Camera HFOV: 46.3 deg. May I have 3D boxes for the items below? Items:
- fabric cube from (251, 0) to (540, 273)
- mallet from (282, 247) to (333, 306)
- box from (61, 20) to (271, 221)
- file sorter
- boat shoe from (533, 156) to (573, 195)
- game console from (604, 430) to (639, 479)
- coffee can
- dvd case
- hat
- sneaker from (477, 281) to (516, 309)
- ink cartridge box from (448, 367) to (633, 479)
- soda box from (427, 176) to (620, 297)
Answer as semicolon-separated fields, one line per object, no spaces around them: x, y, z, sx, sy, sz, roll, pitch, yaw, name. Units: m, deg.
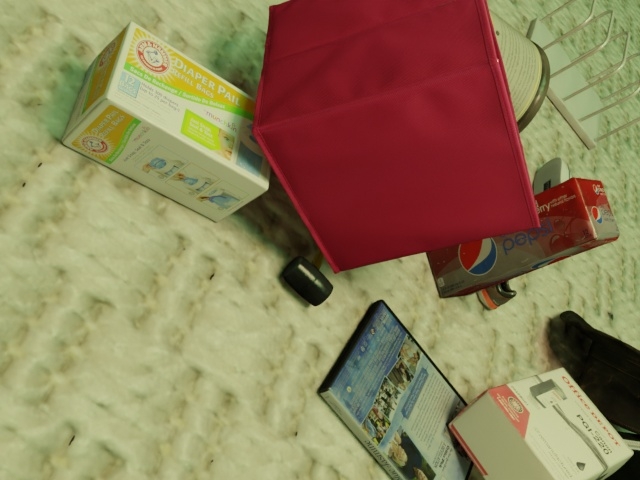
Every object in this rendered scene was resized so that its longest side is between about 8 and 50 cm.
0.095;-0.154;0.897;0.254;0.258;0.259;58;25;-43;fabric cube
0.000;0.000;0.977;0.062;0.039;0.190;39;42;-21;mallet
-0.160;-0.125;0.827;0.203;0.103;0.114;28;52;-32;box
0.611;-0.389;1.679;0.278;0.173;0.193;45;45;-19;file sorter
0.448;-0.054;1.400;0.084;0.095;0.258;41;47;-16;boat shoe
0.520;0.440;1.124;0.386;0.060;0.342;14;36;-25;game console
0.204;-0.292;1.202;0.275;0.201;0.202;23;55;-35;coffee can
0.117;0.224;0.981;0.253;0.022;0.180;51;42;-12;dvd case
0.531;0.254;1.278;0.331;0.331;0.134;26;97;-33;hat
0.274;0.028;1.205;0.061;0.065;0.158;-14;80;-47;sneaker
0.305;0.273;1.024;0.217;0.092;0.159;0;46;-47;ink cartridge box
0.285;0.001;1.082;0.083;0.263;0.092;0;70;-46;soda box
